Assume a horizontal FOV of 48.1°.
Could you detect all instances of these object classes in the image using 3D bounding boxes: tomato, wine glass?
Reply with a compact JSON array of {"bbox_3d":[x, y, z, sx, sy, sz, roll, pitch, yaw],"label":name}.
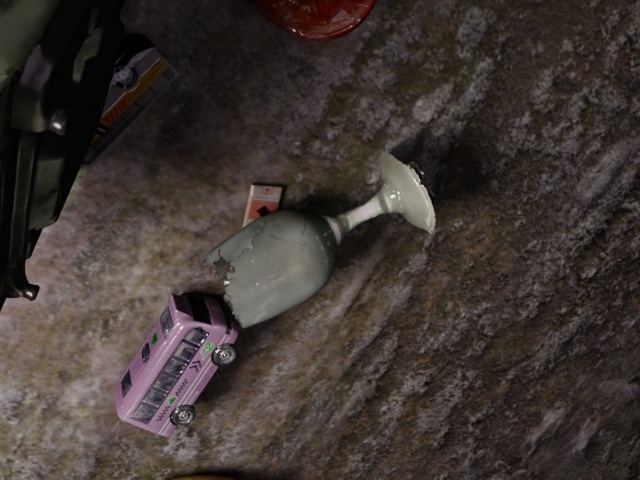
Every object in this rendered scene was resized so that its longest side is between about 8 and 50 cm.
[{"bbox_3d":[-0.013,-0.311,0.870,0.159,0.091,0.139,33,88,-8],"label":"tomato"},{"bbox_3d":[0.000,0.000,0.994,0.321,0.143,0.143,-30,124,-14],"label":"wine glass"}]

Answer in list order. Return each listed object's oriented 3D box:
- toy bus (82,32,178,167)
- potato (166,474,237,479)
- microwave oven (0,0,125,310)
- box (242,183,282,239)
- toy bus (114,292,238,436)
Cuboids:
[{"bbox_3d":[-0.249,-0.164,0.849,0.172,0.057,0.072,-47,133,3],"label":"toy bus"},{"bbox_3d":[-0.200,0.453,1.151,0.234,0.146,0.150,1,84,-26],"label":"potato"},{"bbox_3d":[-0.296,-0.126,0.558,0.247,0.333,0.394,23,147,-14],"label":"microwave oven"},{"bbox_3d":[-0.084,-0.040,1.019,0.046,0.012,0.083,2,115,-27],"label":"box"},{"bbox_3d":[-0.206,0.172,1.021,0.108,0.096,0.199,27,104,-29],"label":"toy bus"}]
